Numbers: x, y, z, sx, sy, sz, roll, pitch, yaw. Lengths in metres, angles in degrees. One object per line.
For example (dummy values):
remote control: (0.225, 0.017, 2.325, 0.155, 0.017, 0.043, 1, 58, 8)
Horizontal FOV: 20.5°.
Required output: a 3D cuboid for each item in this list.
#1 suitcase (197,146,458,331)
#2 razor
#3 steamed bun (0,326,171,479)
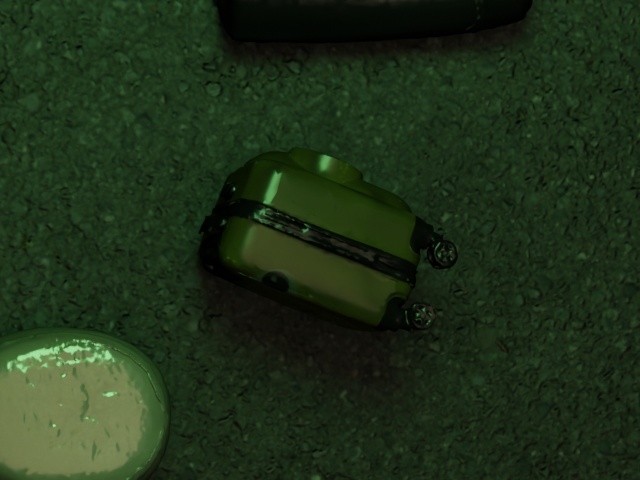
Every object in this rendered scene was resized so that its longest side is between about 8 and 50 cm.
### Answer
suitcase: (0.000, 0.000, 1.788, 0.234, 0.194, 0.143, 22, 83, -13)
razor: (0.054, -0.297, 1.810, 0.326, 0.107, 0.189, -6, 97, -10)
steamed bun: (-0.266, 0.176, 1.781, 0.228, 0.131, 0.177, 1, 85, -10)
